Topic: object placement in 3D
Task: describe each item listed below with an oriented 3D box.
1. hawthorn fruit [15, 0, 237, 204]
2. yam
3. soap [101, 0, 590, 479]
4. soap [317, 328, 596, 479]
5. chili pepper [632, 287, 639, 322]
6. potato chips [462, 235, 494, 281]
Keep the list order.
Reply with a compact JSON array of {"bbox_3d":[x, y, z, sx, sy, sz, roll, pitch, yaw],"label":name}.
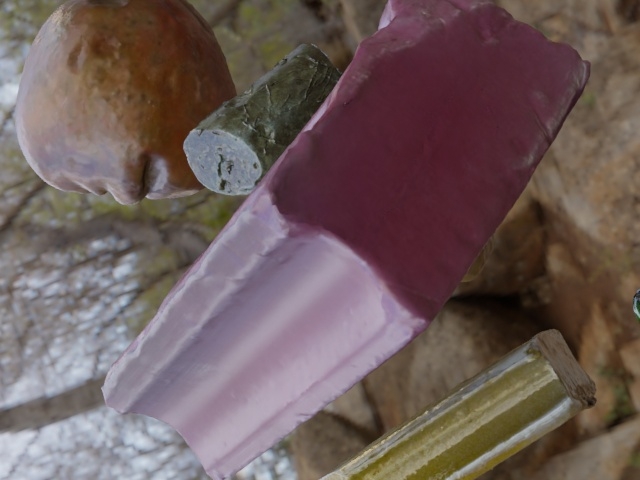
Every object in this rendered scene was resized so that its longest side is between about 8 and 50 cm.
[{"bbox_3d":[-0.234,-0.199,1.680,0.277,0.277,0.298,-45,-38,-77],"label":"hawthorn fruit"},{"bbox_3d":[-0.043,-0.118,1.389,0.107,0.183,0.107,36,149,26],"label":"yam"},{"bbox_3d":[0.000,0.000,0.908,0.128,0.359,0.233,38,-121,-4],"label":"soap"},{"bbox_3d":[0.107,0.164,1.122,0.073,0.232,0.140,57,-165,11],"label":"soap"},{"bbox_3d":[0.290,-0.031,0.918,0.174,0.165,0.261,-86,2,-55],"label":"chili pepper"},{"bbox_3d":[0.134,-0.040,1.786,0.062,0.195,0.208,120,136,-61],"label":"potato chips"}]
